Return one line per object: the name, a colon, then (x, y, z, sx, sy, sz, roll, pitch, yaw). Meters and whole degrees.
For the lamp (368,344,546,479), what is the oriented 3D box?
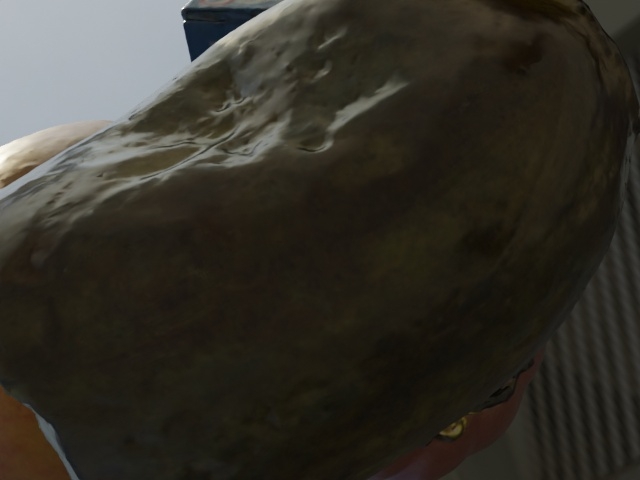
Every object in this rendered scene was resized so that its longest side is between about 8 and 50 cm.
lamp: (0.071, 0.071, 1.479, 0.305, 0.240, 0.305, -8, -76, -33)

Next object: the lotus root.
lotus root: (0.000, 0.000, 0.884, 0.250, 0.346, 0.250, 56, 173, 10)

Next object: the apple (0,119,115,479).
apple: (-0.159, 0.074, 1.136, 0.275, 0.299, 0.299, -27, -98, -47)

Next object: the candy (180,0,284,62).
candy: (0.024, -0.211, 1.424, 0.306, 0.157, 0.100, -56, -38, -49)
